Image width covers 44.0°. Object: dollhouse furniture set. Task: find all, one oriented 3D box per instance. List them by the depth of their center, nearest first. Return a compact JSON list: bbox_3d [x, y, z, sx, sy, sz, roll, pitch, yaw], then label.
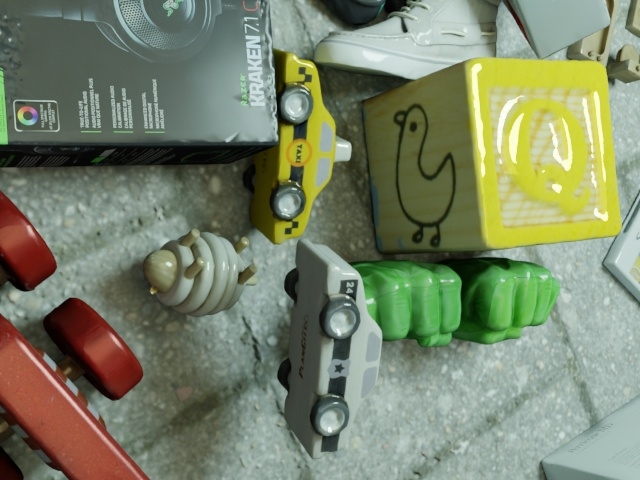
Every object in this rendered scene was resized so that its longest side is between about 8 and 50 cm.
[{"bbox_3d":[0.443,-0.293,1.061,0.151,0.123,0.144,21,77,-25],"label":"dollhouse furniture set"}]

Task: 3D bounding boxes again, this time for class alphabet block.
[{"bbox_3d":[0.183,-0.085,0.870,0.193,0.197,0.192,-7,90,-28],"label":"alphabet block"}]

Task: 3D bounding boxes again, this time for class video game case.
[{"bbox_3d":[0.523,0.020,1.141,0.227,0.026,0.206,41,70,-20],"label":"video game case"}]

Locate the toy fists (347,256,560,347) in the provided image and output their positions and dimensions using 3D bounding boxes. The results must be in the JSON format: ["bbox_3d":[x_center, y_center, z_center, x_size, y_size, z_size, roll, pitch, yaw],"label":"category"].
[{"bbox_3d":[0.134,0.066,0.866,0.279,0.142,0.096,1,87,-27],"label":"toy fists"}]

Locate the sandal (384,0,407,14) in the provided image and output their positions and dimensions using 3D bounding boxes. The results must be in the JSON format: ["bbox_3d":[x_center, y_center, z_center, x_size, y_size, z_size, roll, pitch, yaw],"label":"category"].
[{"bbox_3d":[0.102,-0.387,0.931,0.097,0.054,0.254,4,96,-28],"label":"sandal"}]

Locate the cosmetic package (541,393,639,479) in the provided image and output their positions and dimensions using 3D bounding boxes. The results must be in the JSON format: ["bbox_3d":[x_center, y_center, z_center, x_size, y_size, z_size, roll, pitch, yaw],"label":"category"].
[{"bbox_3d":[0.512,0.249,0.977,0.377,0.284,0.097,-22,99,-27],"label":"cosmetic package"}]

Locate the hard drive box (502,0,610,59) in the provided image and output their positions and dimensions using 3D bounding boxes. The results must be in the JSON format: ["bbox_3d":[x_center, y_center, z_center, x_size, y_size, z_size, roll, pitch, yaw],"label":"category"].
[{"bbox_3d":[0.219,-0.347,0.868,0.232,0.089,0.181,50,20,-41],"label":"hard drive box"}]

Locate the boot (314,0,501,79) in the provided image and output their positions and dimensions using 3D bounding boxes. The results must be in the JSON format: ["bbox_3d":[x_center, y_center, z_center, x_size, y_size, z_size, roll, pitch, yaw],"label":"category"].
[{"bbox_3d":[0.102,-0.242,0.877,0.258,0.095,0.123,-5,106,-41],"label":"boot"}]

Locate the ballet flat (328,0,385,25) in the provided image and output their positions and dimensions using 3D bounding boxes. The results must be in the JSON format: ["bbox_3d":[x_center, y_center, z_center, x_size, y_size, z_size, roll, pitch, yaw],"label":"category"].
[{"bbox_3d":[-0.003,-0.318,0.857,0.203,0.074,0.074,39,70,-20],"label":"ballet flat"}]

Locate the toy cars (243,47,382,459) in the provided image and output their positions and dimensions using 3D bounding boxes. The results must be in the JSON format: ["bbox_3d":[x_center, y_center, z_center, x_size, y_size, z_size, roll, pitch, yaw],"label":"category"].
[{"bbox_3d":[0.000,0.000,0.755,0.087,0.176,0.393,-3,68,-22],"label":"toy cars"}]

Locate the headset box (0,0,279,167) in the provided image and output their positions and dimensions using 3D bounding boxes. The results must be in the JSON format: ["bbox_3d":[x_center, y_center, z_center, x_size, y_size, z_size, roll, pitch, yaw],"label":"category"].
[{"bbox_3d":[-0.198,-0.195,0.711,0.283,0.131,0.246,-3,88,-27],"label":"headset box"}]

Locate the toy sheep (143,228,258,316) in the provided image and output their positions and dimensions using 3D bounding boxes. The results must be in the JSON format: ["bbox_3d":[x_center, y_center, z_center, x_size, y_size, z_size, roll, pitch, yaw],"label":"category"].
[{"bbox_3d":[-0.112,0.032,0.769,0.132,0.091,0.091,15,80,-39],"label":"toy sheep"}]

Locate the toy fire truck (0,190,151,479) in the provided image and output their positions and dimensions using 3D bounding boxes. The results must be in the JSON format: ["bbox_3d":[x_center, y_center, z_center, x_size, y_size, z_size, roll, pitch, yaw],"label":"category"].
[{"bbox_3d":[-0.247,0.079,0.599,0.169,0.254,0.302,-41,106,-24],"label":"toy fire truck"}]
